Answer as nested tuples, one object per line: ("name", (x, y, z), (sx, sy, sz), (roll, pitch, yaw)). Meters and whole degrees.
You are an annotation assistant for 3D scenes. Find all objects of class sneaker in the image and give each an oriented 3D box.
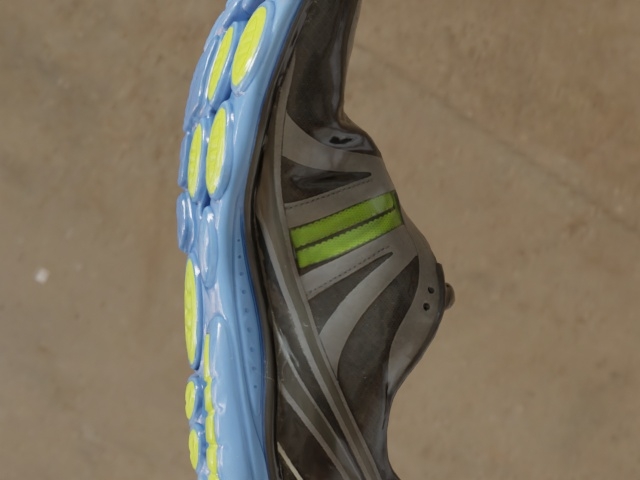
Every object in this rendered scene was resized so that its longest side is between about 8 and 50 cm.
("sneaker", (0.000, 0.000, 0.537), (0.078, 0.188, 0.067), (-1, -178, -19))
